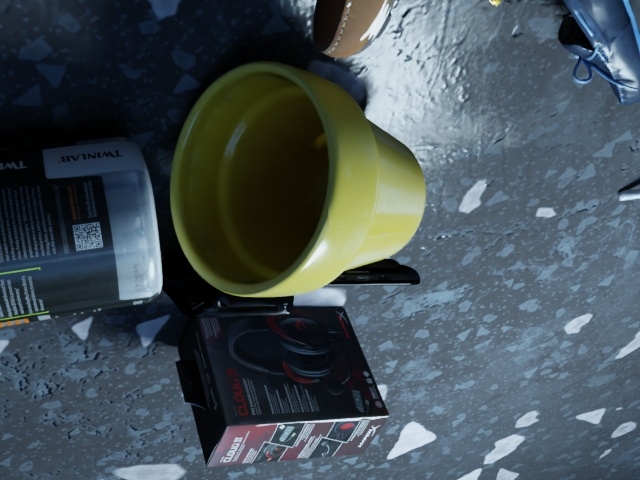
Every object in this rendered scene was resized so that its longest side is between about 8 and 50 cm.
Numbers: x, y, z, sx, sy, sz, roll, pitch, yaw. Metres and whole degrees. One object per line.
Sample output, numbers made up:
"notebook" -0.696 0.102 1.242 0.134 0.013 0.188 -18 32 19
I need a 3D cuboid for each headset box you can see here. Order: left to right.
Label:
"headset box" -0.074 0.214 1.257 0.293 0.218 0.110 3 133 -27

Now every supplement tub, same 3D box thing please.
"supplement tub" -0.343 -0.003 0.906 0.315 0.194 0.194 -9 139 -17

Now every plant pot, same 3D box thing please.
"plant pot" -0.008 -0.061 0.978 0.239 0.254 0.254 4 136 -51

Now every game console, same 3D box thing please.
"game console" -0.032 0.052 1.104 0.361 0.213 0.044 0 102 -23

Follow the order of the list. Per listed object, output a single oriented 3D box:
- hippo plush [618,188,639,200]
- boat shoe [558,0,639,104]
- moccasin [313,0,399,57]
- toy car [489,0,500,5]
"hippo plush" 0.692 -0.051 1.297 0.294 0.237 0.234 8 132 -32
"boat shoe" 0.328 -0.266 1.013 0.089 0.109 0.258 -25 125 15
"moccasin" 0.015 -0.339 0.735 0.146 0.139 0.380 -9 139 -14
"toy car" 0.198 -0.317 0.922 0.060 0.041 0.122 -30 140 9
